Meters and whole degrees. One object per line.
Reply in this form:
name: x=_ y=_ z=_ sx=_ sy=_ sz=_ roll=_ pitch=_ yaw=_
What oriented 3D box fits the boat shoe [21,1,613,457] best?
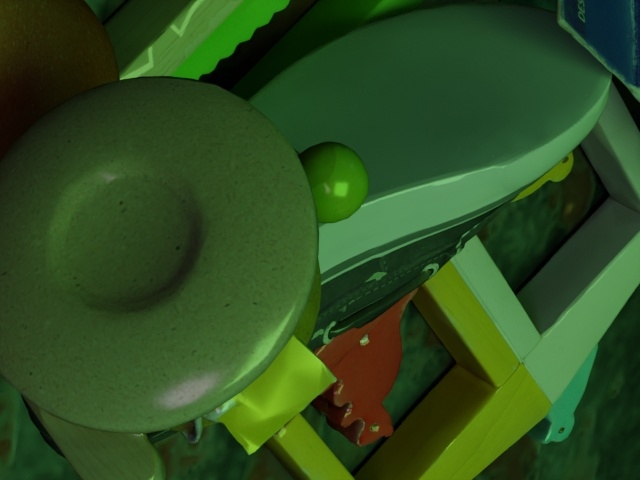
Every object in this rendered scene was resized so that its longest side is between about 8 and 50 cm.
boat shoe: x=0.000 y=0.000 z=0.623 sx=0.228 sy=0.080 sz=0.076 roll=-34 pitch=149 yaw=-27

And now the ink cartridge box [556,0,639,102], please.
ink cartridge box: x=0.196 y=-0.072 z=0.736 sx=0.332 sy=0.065 sz=0.165 roll=34 pitch=48 yaw=-43

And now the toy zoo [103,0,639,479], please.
toy zoo: x=0.034 y=-0.008 z=0.714 sx=0.192 sy=0.030 sz=0.293 roll=-46 pitch=132 yaw=-12

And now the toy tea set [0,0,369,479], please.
toy tea set: x=-0.148 y=0.054 z=0.511 sx=0.336 sy=0.200 sz=0.124 roll=-40 pitch=157 yaw=-1
